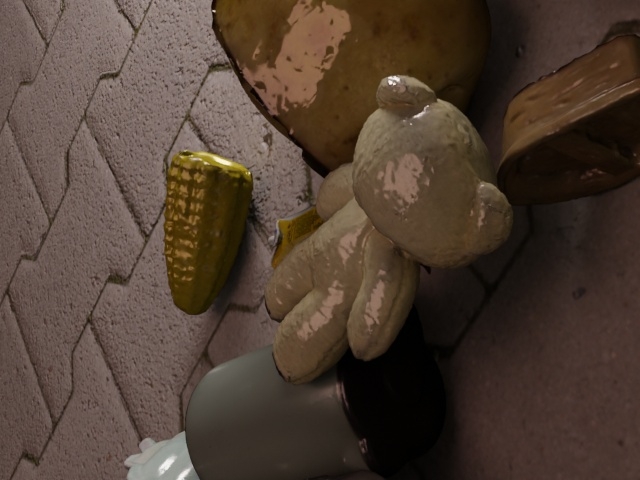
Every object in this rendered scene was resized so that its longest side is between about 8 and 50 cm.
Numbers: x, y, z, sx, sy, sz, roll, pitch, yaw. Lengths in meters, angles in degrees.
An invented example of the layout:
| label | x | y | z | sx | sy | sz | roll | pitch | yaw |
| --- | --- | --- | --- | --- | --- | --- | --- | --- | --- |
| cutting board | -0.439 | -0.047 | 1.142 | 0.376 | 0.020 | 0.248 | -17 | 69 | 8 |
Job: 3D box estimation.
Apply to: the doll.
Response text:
| label | x | y | z | sx | sy | sz | roll | pitch | yaw |
| --- | --- | --- | --- | --- | --- | --- | --- | --- | --- |
| doll | 0.051 | 0.003 | 0.971 | 0.278 | 0.149 | 0.175 | -46 | 69 | 31 |

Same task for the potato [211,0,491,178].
| label | x | y | z | sx | sy | sz | roll | pitch | yaw |
| --- | --- | --- | --- | --- | --- | --- | --- | --- | --- |
| potato | 0.045 | -0.195 | 1.091 | 0.242 | 0.243 | 0.285 | -50 | 52 | 33 |

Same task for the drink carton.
| label | x | y | z | sx | sy | sz | roll | pitch | yaw |
| --- | --- | --- | --- | --- | --- | --- | --- | --- | --- |
| drink carton | 0.000 | 0.000 | 1.203 | 0.200 | 0.084 | 0.074 | -27 | 51 | 48 |

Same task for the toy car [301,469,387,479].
| label | x | y | z | sx | sy | sz | roll | pitch | yaw |
| --- | --- | --- | --- | --- | --- | --- | --- | --- | --- |
| toy car | -0.007 | 0.384 | 0.946 | 0.242 | 0.226 | 0.335 | -25 | 83 | 47 |

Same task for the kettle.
| label | x | y | z | sx | sy | sz | roll | pitch | yaw |
| --- | --- | --- | --- | --- | --- | --- | --- | --- | --- |
| kettle | 0.004 | 0.143 | 1.110 | 0.236 | 0.161 | 0.221 | -27 | 40 | 45 |

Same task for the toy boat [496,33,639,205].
| label | x | y | z | sx | sy | sz | roll | pitch | yaw |
| --- | --- | --- | --- | --- | --- | --- | --- | --- | --- |
| toy boat | 0.214 | -0.089 | 0.915 | 0.188 | 0.116 | 0.061 | -30 | 54 | 43 |

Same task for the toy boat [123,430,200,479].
| label | x | y | z | sx | sy | sz | roll | pitch | yaw |
| --- | --- | --- | --- | --- | --- | --- | --- | --- | --- |
| toy boat | -0.121 | 0.281 | 1.237 | 0.100 | 0.199 | 0.290 | -45 | 22 | -7 |

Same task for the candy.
| label | x | y | z | sx | sy | sz | roll | pitch | yaw |
| --- | --- | --- | --- | --- | --- | --- | --- | --- | --- |
| candy | -0.144 | -0.006 | 1.386 | 0.106 | 0.094 | 0.198 | 13 | 102 | 18 |
